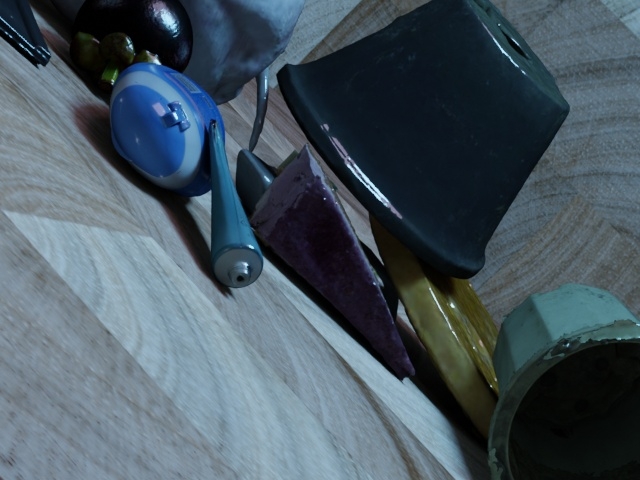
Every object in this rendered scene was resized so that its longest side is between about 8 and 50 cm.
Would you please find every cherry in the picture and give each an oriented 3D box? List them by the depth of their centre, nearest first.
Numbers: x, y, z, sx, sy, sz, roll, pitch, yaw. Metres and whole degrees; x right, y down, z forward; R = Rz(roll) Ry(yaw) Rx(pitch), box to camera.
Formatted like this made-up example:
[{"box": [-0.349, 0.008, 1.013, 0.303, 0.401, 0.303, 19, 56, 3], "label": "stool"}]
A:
[{"box": [-0.170, -0.321, 2.015, 0.326, 0.291, 0.335, 13, -21, 44], "label": "cherry"}]

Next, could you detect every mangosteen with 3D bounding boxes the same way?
[{"box": [-0.215, -0.215, 1.842, 0.137, 0.137, 0.151, 43, 40, -18], "label": "mangosteen"}]

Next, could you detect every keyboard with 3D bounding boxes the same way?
[{"box": [-0.341, -0.264, 1.757, 0.101, 0.018, 0.310, 40, 8, -30], "label": "keyboard"}]

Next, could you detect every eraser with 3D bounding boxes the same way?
[{"box": [0.000, 0.000, 2.091, 0.352, 0.061, 0.089, 39, 11, -44], "label": "eraser"}]

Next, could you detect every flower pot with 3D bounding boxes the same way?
[{"box": [0.313, 0.184, 1.898, 0.290, 0.290, 0.259, 44, 10, -16], "label": "flower pot"}, {"box": [0.162, -0.159, 2.098, 0.379, 0.251, 0.379, 45, 16, -16], "label": "flower pot"}]

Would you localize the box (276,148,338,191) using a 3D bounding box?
[{"box": [-0.030, -0.067, 2.233, 0.083, 0.079, 0.035, 39, 8, -39], "label": "box"}]

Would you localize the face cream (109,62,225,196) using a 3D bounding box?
[{"box": [-0.155, -0.112, 1.684, 0.149, 0.083, 0.264, 60, 6, -2], "label": "face cream"}]

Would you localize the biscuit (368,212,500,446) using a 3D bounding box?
[{"box": [0.179, 0.127, 2.165, 0.365, 0.062, 0.385, 37, 25, -60], "label": "biscuit"}]

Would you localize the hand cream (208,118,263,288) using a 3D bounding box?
[{"box": [-0.088, -0.029, 1.592, 0.224, 0.048, 0.083, -104, -177, -55], "label": "hand cream"}]

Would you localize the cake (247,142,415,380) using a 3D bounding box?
[{"box": [0.018, 0.043, 1.928, 0.295, 0.112, 0.116, 57, 4, -22], "label": "cake"}]
